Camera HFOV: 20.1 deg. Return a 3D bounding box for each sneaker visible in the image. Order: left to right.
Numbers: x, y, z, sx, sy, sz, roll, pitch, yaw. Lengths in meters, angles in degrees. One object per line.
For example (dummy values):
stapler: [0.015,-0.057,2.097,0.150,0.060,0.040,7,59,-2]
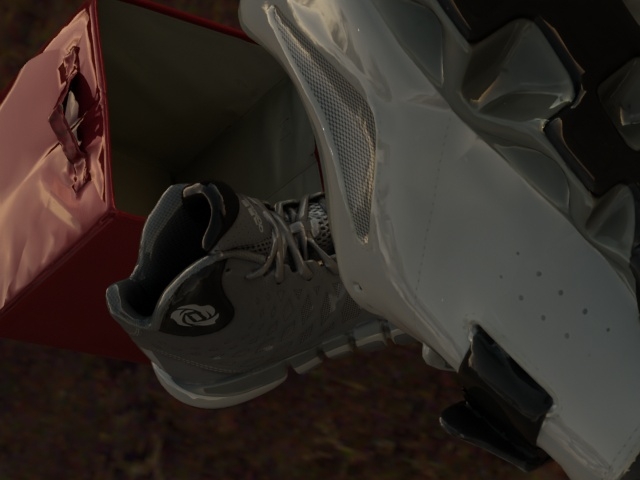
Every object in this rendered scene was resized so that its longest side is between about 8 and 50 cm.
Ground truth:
sneaker: [0.000,0.000,0.872,0.229,0.132,0.086,-29,55,8]
sneaker: [0.088,0.016,0.605,0.146,0.122,0.330,-32,87,52]

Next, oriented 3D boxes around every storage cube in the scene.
storage cube: [-0.126,-0.036,1.299,0.193,0.215,0.183,-38,50,43]
